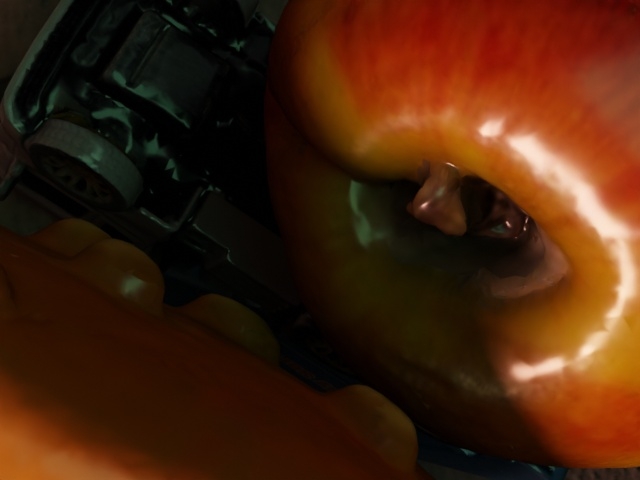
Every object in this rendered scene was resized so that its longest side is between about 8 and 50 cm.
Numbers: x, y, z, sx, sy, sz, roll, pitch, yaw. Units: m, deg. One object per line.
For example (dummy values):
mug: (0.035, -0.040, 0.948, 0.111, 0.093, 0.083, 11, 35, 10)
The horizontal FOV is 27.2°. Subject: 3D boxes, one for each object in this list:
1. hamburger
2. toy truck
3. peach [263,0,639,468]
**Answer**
hamburger: (-0.124, 0.134, 0.527, 0.396, 0.396, 0.277, 29, 83, -16)
toy truck: (0.000, 0.000, 0.718, 0.367, 0.175, 0.146, 35, 67, -14)
peach: (0.109, -0.035, 0.555, 0.281, 0.238, 0.281, 16, 29, -10)
